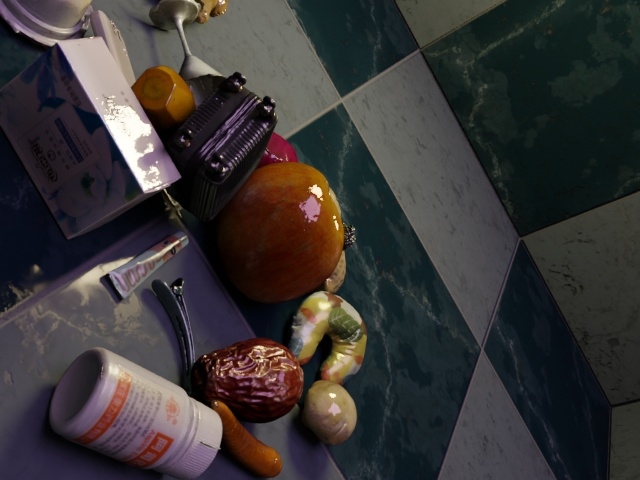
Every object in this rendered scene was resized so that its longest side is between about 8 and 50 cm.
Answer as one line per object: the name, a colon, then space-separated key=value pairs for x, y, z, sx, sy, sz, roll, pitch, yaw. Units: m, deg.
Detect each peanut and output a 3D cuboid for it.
peanut: x=0.000 y=0.000 z=1.740 sx=0.136 sy=0.120 sz=0.299 roll=53 pitch=28 yaw=-64

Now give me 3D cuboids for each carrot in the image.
carrot: x=-0.287 y=-0.235 z=1.320 sx=0.302 sy=0.114 sz=0.114 roll=103 pitch=-32 yaw=-81
carrot: x=-0.149 y=0.373 z=1.282 sx=0.062 sy=0.066 sz=0.271 roll=-48 pitch=130 yaw=-16

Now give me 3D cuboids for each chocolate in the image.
chocolate: x=-0.494 y=-0.474 z=1.296 sx=0.221 sy=0.147 sz=0.221 roll=41 pitch=36 yaw=-38

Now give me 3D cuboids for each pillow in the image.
pillow: x=0.019 y=0.236 z=1.638 sx=0.233 sy=0.086 sz=0.214 roll=48 pitch=55 yaw=-31

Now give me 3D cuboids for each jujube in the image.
jujube: x=-0.141 y=0.264 z=1.310 sx=0.236 sy=0.168 sz=0.168 roll=12 pitch=59 yaw=-47

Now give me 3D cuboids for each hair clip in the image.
hair clip: x=-0.260 y=0.181 z=1.299 sx=0.070 sy=0.039 sz=0.230 roll=-1 pitch=71 yaw=-58

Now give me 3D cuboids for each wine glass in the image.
wine glass: x=-0.301 y=-0.425 z=1.562 sx=0.156 sy=0.156 sz=0.232 roll=3 pitch=63 yaw=-56

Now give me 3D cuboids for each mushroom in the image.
mushroom: x=0.017 y=0.375 z=1.510 sx=0.148 sy=0.112 sz=0.148 roll=39 pitch=39 yaw=-40

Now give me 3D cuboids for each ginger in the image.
ginger: x=-0.307 y=-0.657 z=1.721 sx=0.219 sy=0.123 sz=0.270 roll=51 pitch=34 yaw=-18

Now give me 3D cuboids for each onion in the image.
onion: x=-0.136 y=-0.209 z=1.676 sx=0.195 sy=0.139 sz=0.218 roll=34 pitch=39 yaw=-31

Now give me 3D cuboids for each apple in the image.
apple: x=-0.073 y=-0.027 z=1.497 sx=0.301 sy=0.301 sz=0.302 roll=35 pitch=42 yaw=-40

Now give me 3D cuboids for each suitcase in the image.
suitcase: x=-0.192 y=-0.163 z=1.301 sx=0.128 sy=0.312 sz=0.202 roll=38 pitch=70 yaw=-2

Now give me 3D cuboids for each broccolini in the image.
broccolini: x=0.000 y=-0.051 z=1.658 sx=0.202 sy=0.068 sz=0.091 roll=39 pitch=0 yaw=19

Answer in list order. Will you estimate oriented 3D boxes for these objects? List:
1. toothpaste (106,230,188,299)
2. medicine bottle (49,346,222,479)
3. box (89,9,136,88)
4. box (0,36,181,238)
toothpaste: x=-0.323 y=0.039 z=1.308 sx=0.056 sy=0.036 sz=0.205 roll=60 pitch=35 yaw=-12
medicine bottle: x=-0.285 y=0.280 z=1.094 sx=0.252 sy=0.144 sz=0.145 roll=37 pitch=41 yaw=-38
box: x=-0.391 y=-0.305 z=1.377 sx=0.142 sy=0.044 sz=0.285 roll=85 pitch=-13 yaw=-81
box: x=-0.400 y=-0.171 z=1.170 sx=0.274 sy=0.203 sz=0.116 roll=62 pitch=30 yaw=-7
